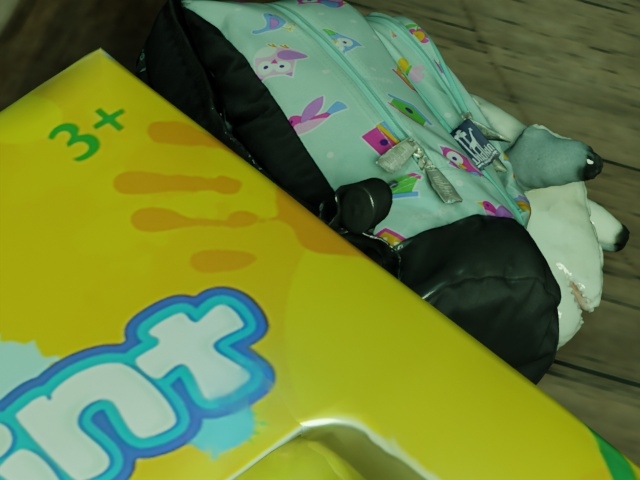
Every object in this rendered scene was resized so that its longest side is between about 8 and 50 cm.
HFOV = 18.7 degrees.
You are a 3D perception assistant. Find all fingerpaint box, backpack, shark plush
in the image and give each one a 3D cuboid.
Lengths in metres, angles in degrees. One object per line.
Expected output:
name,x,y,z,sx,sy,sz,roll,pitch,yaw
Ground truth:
fingerpaint box,-0.082,0.214,0.339,0.445,0.163,0.371,-36,57,-25
backpack,0.000,0.000,0.647,0.115,0.152,0.182,1,42,-32
shark plush,0.043,-0.026,0.727,0.161,0.073,0.067,38,82,17
